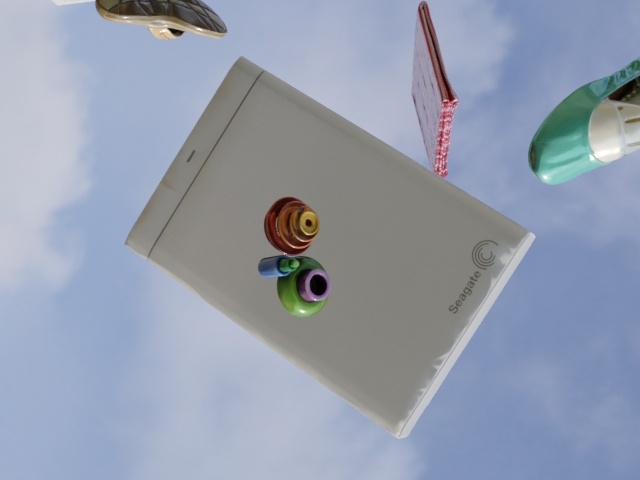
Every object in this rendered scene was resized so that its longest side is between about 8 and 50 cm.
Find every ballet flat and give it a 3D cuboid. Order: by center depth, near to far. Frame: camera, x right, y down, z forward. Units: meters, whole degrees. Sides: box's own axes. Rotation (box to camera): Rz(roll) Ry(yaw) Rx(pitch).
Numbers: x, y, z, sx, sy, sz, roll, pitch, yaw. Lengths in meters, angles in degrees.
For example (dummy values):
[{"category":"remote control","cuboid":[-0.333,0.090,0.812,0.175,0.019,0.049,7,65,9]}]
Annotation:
[{"category":"ballet flat","cuboid":[0.311,-0.131,1.191,0.087,0.247,0.083,7,-57,46]}]

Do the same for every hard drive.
[{"category":"hard drive","cuboid":[0.000,0.000,1.162,0.353,0.047,0.233,33,-87,19]}]

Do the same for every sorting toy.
[{"category":"sorting toy","cuboid":[-0.015,0.014,0.948,0.042,0.061,0.101,-9,-79,53]}]

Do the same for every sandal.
[{"category":"sandal","cuboid":[-0.207,-0.285,1.499,0.049,0.180,0.072,-56,-135,42]}]

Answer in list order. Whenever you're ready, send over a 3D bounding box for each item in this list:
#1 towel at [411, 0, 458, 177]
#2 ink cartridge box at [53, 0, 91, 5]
[{"category":"towel","cuboid":[0.188,-0.244,1.956,0.275,0.031,0.198,85,-7,-65]},{"category":"ink cartridge box","cuboid":[-0.334,-0.456,1.849,0.333,0.165,0.065,2,-114,29]}]
